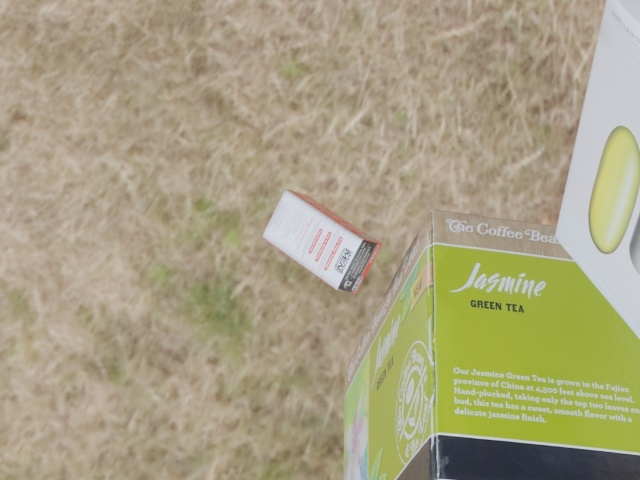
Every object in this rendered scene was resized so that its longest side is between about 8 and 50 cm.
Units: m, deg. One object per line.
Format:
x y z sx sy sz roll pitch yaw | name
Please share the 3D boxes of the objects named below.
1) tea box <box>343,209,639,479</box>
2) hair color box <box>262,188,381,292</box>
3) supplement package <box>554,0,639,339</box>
0.156 0.199 1.122 0.220 0.323 0.329 8 148 -9 | tea box
0.000 0.000 1.557 0.141 0.043 0.072 35 103 37 | hair color box
0.264 -0.032 0.763 0.149 0.194 0.203 -18 138 -18 | supplement package
